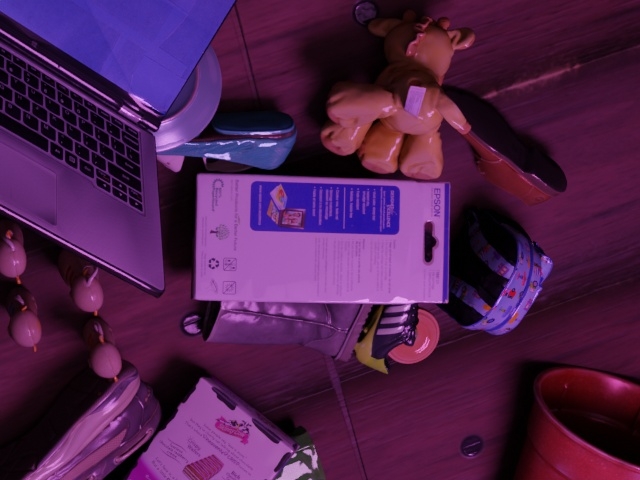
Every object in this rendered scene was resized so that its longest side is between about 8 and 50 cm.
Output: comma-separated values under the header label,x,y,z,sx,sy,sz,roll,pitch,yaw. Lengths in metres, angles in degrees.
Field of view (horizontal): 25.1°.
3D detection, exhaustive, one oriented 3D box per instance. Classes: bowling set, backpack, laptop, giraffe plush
label,x,y,z,sx,sy,sz,roll,pitch,yaw
bowling set,-0.359,0.060,1.770,0.200,0.154,0.287,-17,112,-11
backpack,0.237,0.054,1.934,0.117,0.173,0.158,28,98,-23
laptop,-0.248,-0.223,1.526,0.236,0.407,0.382,-37,132,27
giraffe plush,0.108,-0.202,1.827,0.181,0.210,0.170,23,58,-13

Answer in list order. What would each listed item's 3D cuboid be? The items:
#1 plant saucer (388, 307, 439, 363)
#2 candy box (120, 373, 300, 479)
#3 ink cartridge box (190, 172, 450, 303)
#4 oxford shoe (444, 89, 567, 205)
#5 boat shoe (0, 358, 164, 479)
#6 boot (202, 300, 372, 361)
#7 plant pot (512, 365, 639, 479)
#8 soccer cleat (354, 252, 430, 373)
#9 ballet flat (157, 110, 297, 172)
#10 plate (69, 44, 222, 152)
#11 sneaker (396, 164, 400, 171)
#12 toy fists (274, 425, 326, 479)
label,x,y,z,sx,sy,sz,roll,pitch,yaw
plant saucer,0.128,0.134,2.017,0.084,0.013,0.083,-5,109,-15
candy box,-0.160,0.316,1.904,0.159,0.071,0.233,39,94,7
ink cartridge box,0.000,0.000,1.861,0.333,0.065,0.165,2,88,-8
oxford shoe,0.230,-0.117,1.935,0.212,0.076,0.076,41,133,-14
boat shoe,-0.345,0.314,1.875,0.355,0.132,0.130,-42,116,1
boot,-0.037,0.069,1.922,0.209,0.076,0.189,16,101,-14
plant pot,0.383,0.362,2.050,0.272,0.272,0.265,12,113,-20
soccer cleat,0.111,0.099,1.969,0.072,0.060,0.179,31,105,2
ballet flat,-0.153,-0.123,1.813,0.247,0.083,0.087,4,126,-16
plate,-0.212,-0.199,1.748,0.188,0.024,0.188,2,77,-10
sneaker,0.105,-0.127,1.911,0.098,0.038,0.069,-6,105,-19
toy fists,-0.057,0.392,2.009,0.142,0.096,0.279,-21,111,-17
